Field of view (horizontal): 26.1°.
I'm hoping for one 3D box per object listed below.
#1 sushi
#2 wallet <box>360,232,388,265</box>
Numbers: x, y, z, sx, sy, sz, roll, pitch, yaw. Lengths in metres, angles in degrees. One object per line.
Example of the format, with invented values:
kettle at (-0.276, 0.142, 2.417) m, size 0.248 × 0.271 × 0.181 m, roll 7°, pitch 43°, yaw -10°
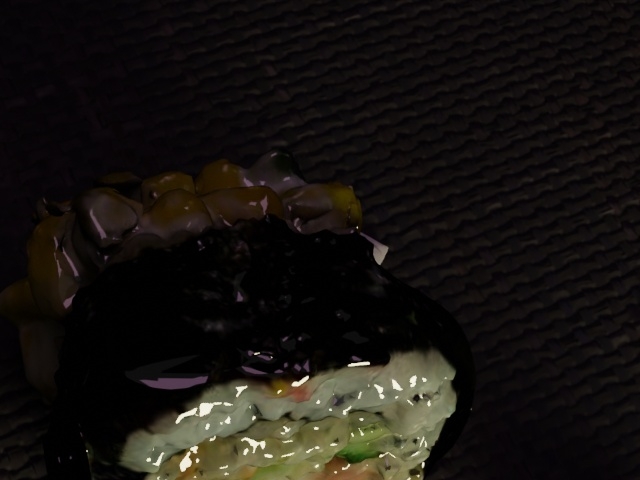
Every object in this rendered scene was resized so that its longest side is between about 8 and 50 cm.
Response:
sushi at (-0.073, 0.077, 1.074) m, size 0.328 × 0.328 × 0.285 m, roll -11°, pitch 56°, yaw -16°
wallet at (0.000, 0.000, 1.293) m, size 0.122 × 0.025 × 0.061 m, roll 28°, pitch 54°, yaw 3°
